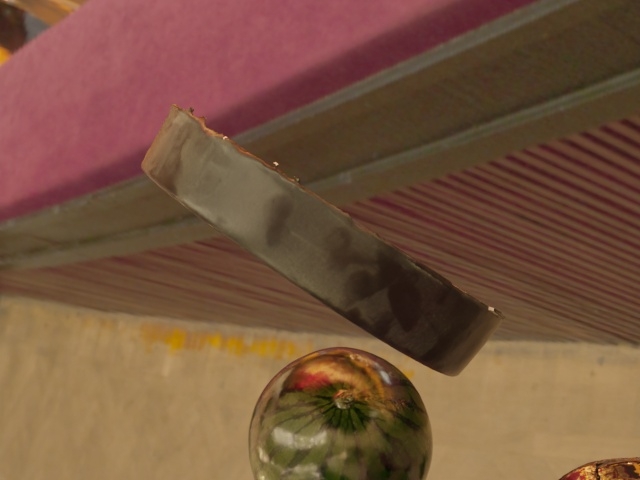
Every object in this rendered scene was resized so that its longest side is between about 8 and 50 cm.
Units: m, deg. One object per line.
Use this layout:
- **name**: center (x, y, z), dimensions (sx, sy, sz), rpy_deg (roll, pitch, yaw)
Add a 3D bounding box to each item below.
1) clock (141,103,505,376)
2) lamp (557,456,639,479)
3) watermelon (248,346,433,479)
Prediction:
- **clock**: center (0.000, 0.000, 0.946), dimensions (0.076, 0.386, 0.386), rpy_deg (-57, 34, 1)
- **lamp**: center (0.118, 0.232, 0.389), dimensions (0.108, 0.130, 0.371), rpy_deg (-8, 24, 22)
- **watermelon**: center (0.024, 0.255, 1.228), dimensions (0.242, 0.242, 0.242), rpy_deg (-29, 53, 47)
